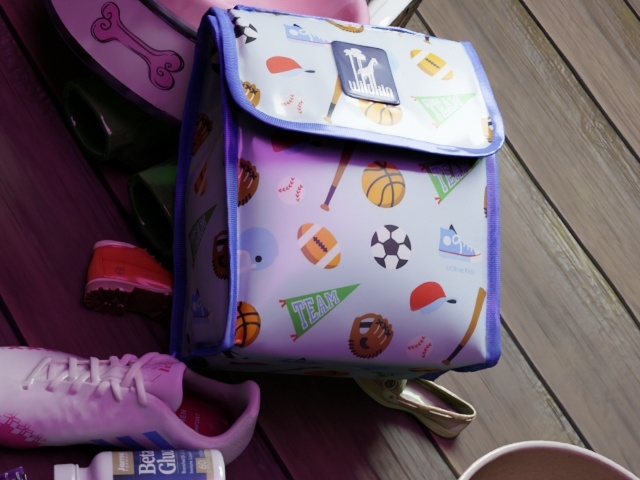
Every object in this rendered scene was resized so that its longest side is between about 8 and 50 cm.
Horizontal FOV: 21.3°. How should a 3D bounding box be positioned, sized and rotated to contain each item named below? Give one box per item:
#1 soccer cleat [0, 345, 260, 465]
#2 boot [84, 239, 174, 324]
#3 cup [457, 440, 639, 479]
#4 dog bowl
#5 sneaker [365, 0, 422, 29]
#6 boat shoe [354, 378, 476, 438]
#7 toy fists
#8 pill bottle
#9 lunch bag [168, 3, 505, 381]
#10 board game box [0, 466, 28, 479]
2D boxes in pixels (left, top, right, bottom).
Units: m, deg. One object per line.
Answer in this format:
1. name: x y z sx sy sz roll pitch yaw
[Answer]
1. soccer cleat: -0.218 0.154 1.747 0.331 0.143 0.116 12 53 -22
2. boot: -0.185 0.044 1.906 0.158 0.059 0.084 14 47 -20
3. cup: 0.211 0.406 1.747 0.331 0.237 0.331 15 51 -19
4. dog bowl: -0.119 -0.285 2.038 0.408 0.150 0.408 25 32 -17
5. sneaker: 0.075 -0.343 2.309 0.123 0.106 0.290 30 38 1
6. boat shoe: 0.108 0.175 1.982 0.153 0.048 0.056 34 47 -4
7. toy fists: -0.179 -0.097 1.979 0.142 0.096 0.279 -22 63 -33
8. pill bottle: -0.183 0.258 1.711 0.169 0.094 0.094 0 57 -10
9. lunch bag: 0.018 -0.052 1.834 0.328 0.239 0.385 6 78 -22
10. board game box: -0.311 0.389 1.513 0.208 0.056 0.347 -22 60 -7
